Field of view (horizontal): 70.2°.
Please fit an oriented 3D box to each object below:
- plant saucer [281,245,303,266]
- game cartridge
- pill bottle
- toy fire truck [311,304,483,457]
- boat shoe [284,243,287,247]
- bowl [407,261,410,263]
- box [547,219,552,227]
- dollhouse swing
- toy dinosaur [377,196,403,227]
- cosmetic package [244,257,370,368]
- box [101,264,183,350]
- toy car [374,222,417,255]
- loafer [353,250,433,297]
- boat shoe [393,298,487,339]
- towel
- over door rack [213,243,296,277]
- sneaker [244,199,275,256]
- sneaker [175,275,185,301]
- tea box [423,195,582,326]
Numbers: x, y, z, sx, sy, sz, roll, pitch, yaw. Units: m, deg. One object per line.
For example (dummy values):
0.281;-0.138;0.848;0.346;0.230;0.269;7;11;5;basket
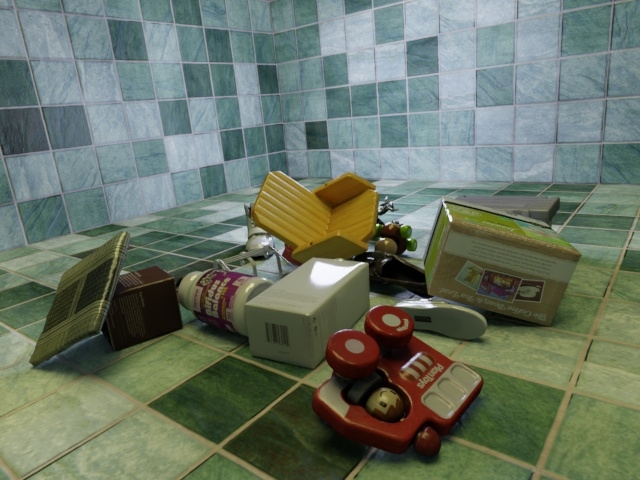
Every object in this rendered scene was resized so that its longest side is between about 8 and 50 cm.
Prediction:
0.000;0.000;1.775;0.259;0.047;0.259;21;60;42;plant saucer
0.629;-0.110;1.605;0.355;0.068;0.230;5;23;35;game cartridge
-0.275;0.171;1.330;0.302;0.169;0.169;6;20;37;pill bottle
0.146;0.280;0.875;0.254;0.169;0.302;29;34;31;toy fire truck
0.022;0.001;1.923;0.342;0.123;0.123;-5;16;23;boat shoe
0.226;0.107;1.598;0.142;0.053;0.142;-17;21;-36;bowl
0.682;-0.006;1.631;0.215;0.168;0.345;6;20;36;box
-0.012;-0.132;1.615;0.315;0.305;0.346;-24;34;33;dollhouse swing
0.258;-0.071;2.122;0.219;0.164;0.322;-24;38;-10;toy dinosaur
-0.019;0.177;1.251;0.197;0.155;0.366;5;18;29;cosmetic package
-0.544;0.193;1.348;0.203;0.166;0.168;-16;19;-32;box
0.263;0.037;1.768;0.155;0.149;0.188;3;46;37;toy car
0.232;0.090;1.449;0.303;0.109;0.095;20;-13;32;loafer
0.312;0.191;1.202;0.258;0.095;0.084;7;24;34;boat shoe
-0.646;0.161;1.241;0.324;0.056;0.312;-26;47;29;towel
-0.189;0.135;1.580;0.240;0.108;0.324;-19;35;-39;over door rack
-0.284;-0.062;2.062;0.138;0.210;0.366;-7;16;-4;sneaker
-0.459;0.159;1.599;0.072;0.077;0.178;12;23;43;sneaker
0.485;0.043;1.297;0.329;0.219;0.323;14;20;4;tea box
